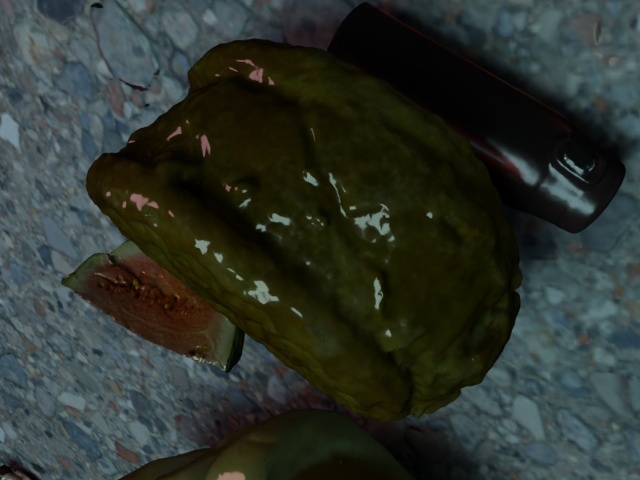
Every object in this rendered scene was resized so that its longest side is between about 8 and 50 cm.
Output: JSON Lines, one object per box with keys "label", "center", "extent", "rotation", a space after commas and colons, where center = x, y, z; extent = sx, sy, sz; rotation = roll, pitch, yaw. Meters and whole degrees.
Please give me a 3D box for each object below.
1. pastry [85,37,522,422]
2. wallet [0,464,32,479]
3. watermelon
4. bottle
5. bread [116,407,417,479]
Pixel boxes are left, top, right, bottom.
{"label": "pastry", "center": [0.000, 0.000, 0.487], "extent": [0.240, 0.132, 0.235], "rotation": [30, 168, 39]}
{"label": "wallet", "center": [-0.392, 0.464, 1.214], "extent": [0.275, 0.068, 0.335], "rotation": [40, 136, 8]}
{"label": "watermelon", "center": [-0.110, 0.036, 0.672], "extent": [0.163, 0.087, 0.069], "rotation": [24, 103, 22]}
{"label": "bottle", "center": [0.079, -0.063, 0.455], "extent": [0.164, 0.060, 0.060], "rotation": [33, 136, 11]}
{"label": "bread", "center": [-0.014, 0.285, 0.690], "extent": [0.341, 0.210, 0.300], "rotation": [-35, 75, 40]}
